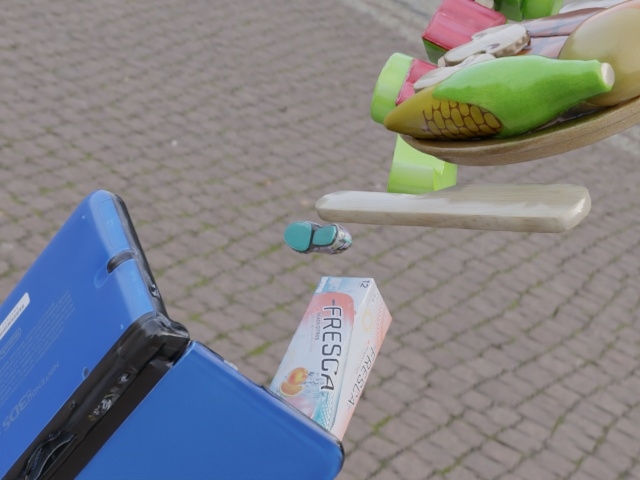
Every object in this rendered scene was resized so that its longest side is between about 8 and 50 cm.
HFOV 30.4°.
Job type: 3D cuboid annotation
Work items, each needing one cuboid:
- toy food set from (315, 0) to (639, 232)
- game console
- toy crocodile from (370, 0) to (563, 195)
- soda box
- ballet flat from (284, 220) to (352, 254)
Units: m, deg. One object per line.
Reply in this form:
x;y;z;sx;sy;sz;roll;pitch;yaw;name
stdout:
0.087;-0.069;0.434;0.132;0.039;0.192;2;33;46;toy food set
-0.163;0.154;0.951;0.173;0.293;0.250;22;29;-42;game console
0.133;-0.184;1.034;0.115;0.341;0.105;23;-6;15;toy crocodile
0.004;0.119;1.076;0.058;0.063;0.183;1;48;30;soda box
0.000;0.000;1.365;0.041;0.041;0.114;3;1;-32;ballet flat
